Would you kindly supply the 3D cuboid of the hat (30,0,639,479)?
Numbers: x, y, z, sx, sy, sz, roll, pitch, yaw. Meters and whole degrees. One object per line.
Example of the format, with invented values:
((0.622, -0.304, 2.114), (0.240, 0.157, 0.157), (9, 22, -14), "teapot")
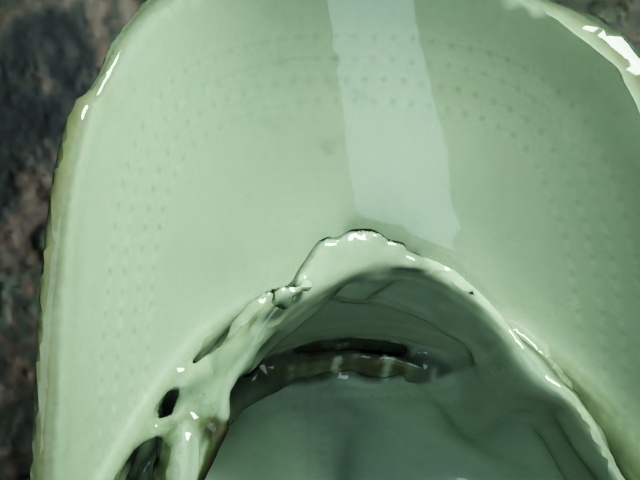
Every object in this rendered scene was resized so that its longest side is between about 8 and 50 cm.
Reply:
((0.002, 0.054, 0.456), (0.257, 0.168, 0.302), (-6, 96, -14), "hat")
